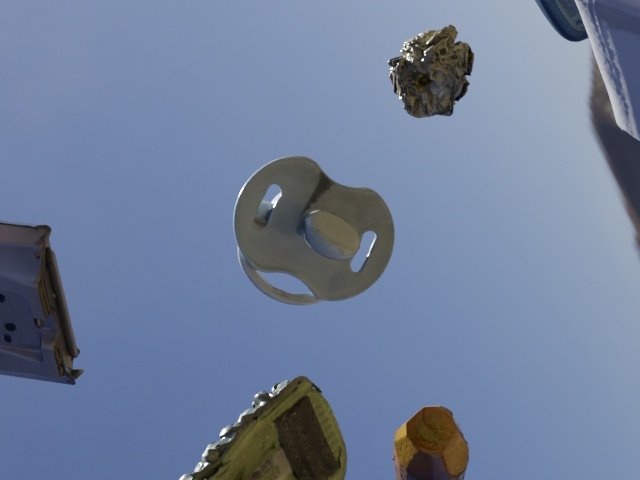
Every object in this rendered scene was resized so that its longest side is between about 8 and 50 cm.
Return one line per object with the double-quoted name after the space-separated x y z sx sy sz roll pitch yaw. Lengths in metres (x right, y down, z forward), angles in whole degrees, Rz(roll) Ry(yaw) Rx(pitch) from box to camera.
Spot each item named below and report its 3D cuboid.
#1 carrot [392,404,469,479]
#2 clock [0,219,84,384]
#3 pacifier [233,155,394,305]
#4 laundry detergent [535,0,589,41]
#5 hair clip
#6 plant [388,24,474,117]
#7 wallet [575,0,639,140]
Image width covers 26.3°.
0.164 0.349 2.065 0.301 0.114 0.114 85 170 -57 "carrot"
-0.409 0.079 1.730 0.083 0.187 0.253 -68 -21 -48 "clock"
0.000 0.000 2.148 0.279 0.227 0.207 25 176 -21 "pacifier"
0.201 -0.278 1.197 0.206 0.097 0.061 52 -162 -23 "laundry detergent"
-0.081 0.245 1.251 0.138 0.091 0.321 63 -150 -9 "hair clip"
0.144 -0.210 1.667 0.104 0.116 0.122 52 -149 -9 "plant"
0.227 -0.111 0.919 0.095 0.033 0.190 31 168 34 "wallet"
